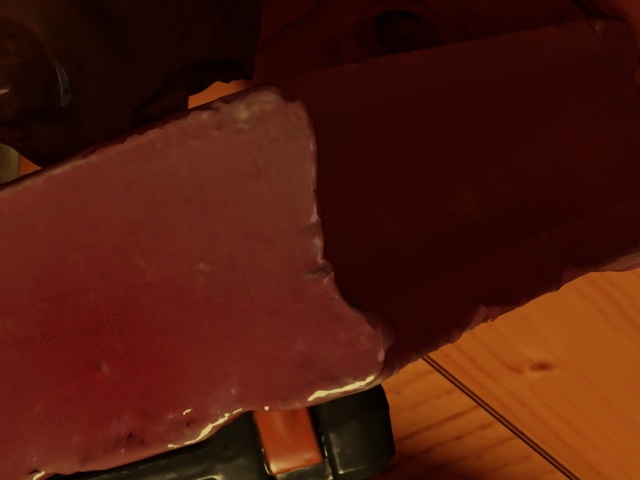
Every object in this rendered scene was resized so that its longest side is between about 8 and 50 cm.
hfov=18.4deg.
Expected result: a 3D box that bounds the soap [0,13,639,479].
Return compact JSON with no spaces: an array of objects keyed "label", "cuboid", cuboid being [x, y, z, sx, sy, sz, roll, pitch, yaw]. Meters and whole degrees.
[{"label":"soap","cuboid":[0.000,0.000,0.894,0.233,0.359,0.128,-18,90,30]}]

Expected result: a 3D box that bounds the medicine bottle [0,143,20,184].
[{"label":"medicine bottle","cuboid":[-0.245,-0.047,1.106,0.140,0.079,0.079,6,135,9]}]

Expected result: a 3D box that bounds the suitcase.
[{"label":"suitcase","cuboid":[-0.103,0.120,1.095,0.286,0.206,0.066,-15,92,-1]}]

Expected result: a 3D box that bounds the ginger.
[{"label":"ginger","cuboid":[-0.139,-0.144,0.898,0.276,0.221,0.130,28,144,-24]}]
